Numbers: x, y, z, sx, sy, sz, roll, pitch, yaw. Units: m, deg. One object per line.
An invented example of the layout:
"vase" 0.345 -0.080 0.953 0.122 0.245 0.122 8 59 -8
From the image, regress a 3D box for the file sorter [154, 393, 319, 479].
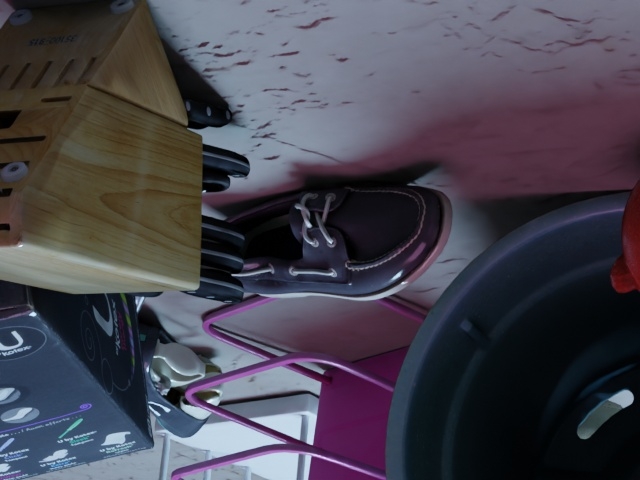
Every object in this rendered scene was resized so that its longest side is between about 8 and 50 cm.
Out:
"file sorter" -0.012 0.282 1.763 0.192 0.173 0.277 -12 152 35

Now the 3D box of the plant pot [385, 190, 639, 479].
"plant pot" 0.249 0.172 1.276 0.341 0.341 0.334 -1 166 16

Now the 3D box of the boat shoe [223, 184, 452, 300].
"boat shoe" 0.000 0.000 1.203 0.065 0.075 0.206 21 158 -39

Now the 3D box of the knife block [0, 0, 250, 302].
"knife block" -0.124 -0.003 1.021 0.088 0.276 0.242 -4 126 21

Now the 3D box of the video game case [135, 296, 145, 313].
"video game case" -0.293 0.065 1.384 0.274 0.026 0.196 14 129 -19

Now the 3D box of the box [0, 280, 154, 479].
"box" -0.222 0.042 1.193 0.143 0.165 0.270 -14 154 5

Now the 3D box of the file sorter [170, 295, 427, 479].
"file sorter" -0.006 0.199 1.410 0.182 0.291 0.202 25 151 -33

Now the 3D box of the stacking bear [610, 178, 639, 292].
"stacking bear" 0.291 -0.010 1.013 0.164 0.175 0.289 48 152 -18

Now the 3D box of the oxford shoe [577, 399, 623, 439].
"oxford shoe" 0.209 0.240 1.662 0.146 0.140 0.397 -3 159 2

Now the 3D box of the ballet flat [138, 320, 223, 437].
"ballet flat" -0.125 0.122 1.540 0.074 0.074 0.203 -4 154 21
